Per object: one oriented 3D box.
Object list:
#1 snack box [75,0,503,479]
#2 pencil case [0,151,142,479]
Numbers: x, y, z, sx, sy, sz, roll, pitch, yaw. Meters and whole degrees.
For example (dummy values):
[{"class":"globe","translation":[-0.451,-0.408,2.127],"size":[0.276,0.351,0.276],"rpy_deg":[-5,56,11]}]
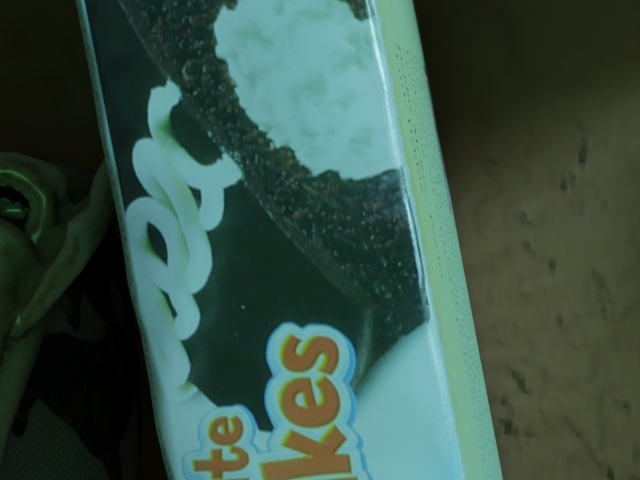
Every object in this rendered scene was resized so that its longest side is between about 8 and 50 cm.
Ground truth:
[{"class":"snack box","translation":[0.000,0.000,0.437],"size":[0.060,0.187,0.322],"rpy_deg":[-11,90,6]},{"class":"pencil case","translation":[-0.239,0.006,0.473],"size":[0.410,0.160,0.183],"rpy_deg":[16,112,5]}]
